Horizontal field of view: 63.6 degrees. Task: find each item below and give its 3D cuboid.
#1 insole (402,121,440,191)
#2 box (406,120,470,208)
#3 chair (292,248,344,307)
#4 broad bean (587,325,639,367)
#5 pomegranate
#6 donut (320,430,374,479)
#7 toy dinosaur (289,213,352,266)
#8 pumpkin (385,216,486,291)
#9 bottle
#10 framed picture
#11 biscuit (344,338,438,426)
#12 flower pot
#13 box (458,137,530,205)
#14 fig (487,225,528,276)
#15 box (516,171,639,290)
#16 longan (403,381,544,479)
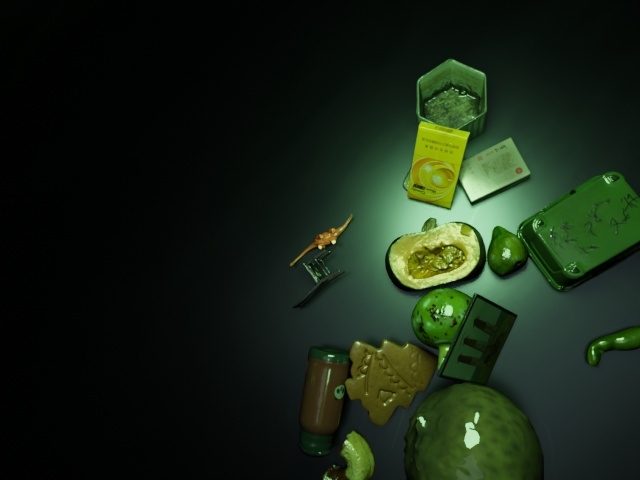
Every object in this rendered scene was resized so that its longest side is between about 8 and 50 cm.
[{"bbox_3d":[0.347,-0.280,1.739,0.086,0.005,0.253,21,89,19],"label":"insole"},{"bbox_3d":[0.361,-0.230,1.610,0.152,0.269,0.043,18,45,18],"label":"box"},{"bbox_3d":[-0.035,0.131,1.757,0.212,0.084,0.102,-37,77,9],"label":"chair"},{"bbox_3d":[0.861,0.291,1.475,0.213,0.048,0.070,-32,74,11],"label":"broad bean"},{"bbox_3d":[0.373,0.258,1.514,0.210,0.211,0.263,-6,66,16],"label":"pomegranate"},{"bbox_3d":[0.086,0.728,1.631,0.141,0.085,0.217,27,89,19],"label":"donut"},{"bbox_3d":[0.003,0.005,1.767,0.279,0.101,0.055,-32,90,0],"label":"toy dinosaur"},{"bbox_3d":[0.353,0.036,1.627,0.316,0.139,0.222,-15,81,17],"label":"pumpkin"},{"bbox_3d":[0.005,0.518,1.654,0.143,0.144,0.337,9,85,18],"label":"bottle"},{"bbox_3d":[0.454,0.293,1.468,0.013,0.323,0.244,24,90,42],"label":"framed picture"},{"bbox_3d":[0.226,0.419,1.612,0.306,0.043,0.284,-20,94,-2],"label":"biscuit"},{"bbox_3d":[0.417,-0.426,1.641,0.209,0.189,0.240,-2,82,15],"label":"flower pot"},{"bbox_3d":[0.542,-0.218,1.642,0.201,0.058,0.141,-28,75,12],"label":"box"},{"bbox_3d":[0.558,0.024,1.573,0.123,0.123,0.156,-26,66,12],"label":"fig"},{"bbox_3d":[0.769,-0.029,1.483,0.328,0.177,0.253,-35,75,10],"label":"box"},{"bbox_3d":[0.400,0.590,1.396,0.390,0.391,0.392,-2,81,17],"label":"longan"}]
